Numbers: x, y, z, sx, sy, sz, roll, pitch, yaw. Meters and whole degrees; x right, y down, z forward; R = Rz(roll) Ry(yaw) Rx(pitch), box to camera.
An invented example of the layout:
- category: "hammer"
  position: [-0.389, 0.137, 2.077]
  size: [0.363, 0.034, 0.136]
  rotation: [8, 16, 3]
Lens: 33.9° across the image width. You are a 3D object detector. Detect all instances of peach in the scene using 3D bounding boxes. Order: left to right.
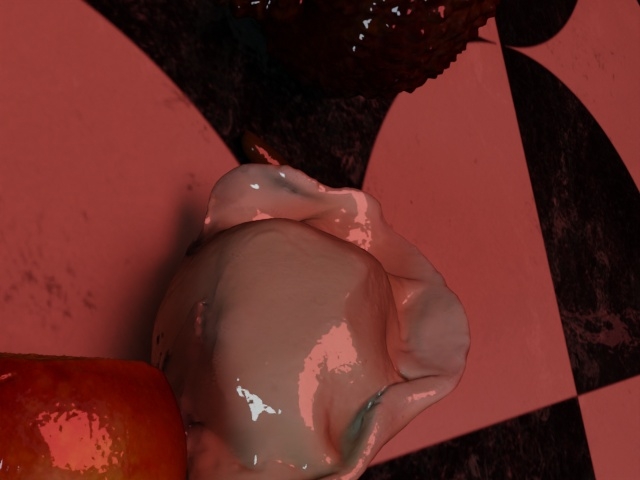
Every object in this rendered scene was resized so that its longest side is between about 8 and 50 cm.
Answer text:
- category: "peach"
  position: [-0.180, 0.120, 0.627]
  size: [0.190, 0.190, 0.192]
  rotation: [-39, 105, -51]

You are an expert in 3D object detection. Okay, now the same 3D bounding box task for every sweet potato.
- category: "sweet potato"
  position: [-0.001, 0.000, 1.006]
  size: [0.249, 0.059, 0.069]
  rotation: [52, 22, -22]

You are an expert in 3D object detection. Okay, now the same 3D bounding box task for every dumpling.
- category: "dumpling"
  position: [-0.008, 0.087, 0.814]
  size: [0.243, 0.187, 0.318]
  rotation: [3, 49, -10]

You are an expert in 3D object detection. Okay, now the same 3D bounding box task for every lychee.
- category: "lychee"
  position: [0.044, -0.260, 0.989]
  size: [0.300, 0.264, 0.264]
  rotation: [-27, 101, -20]
